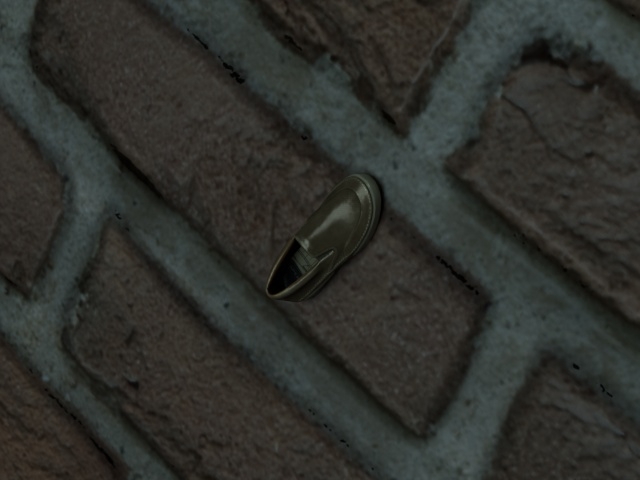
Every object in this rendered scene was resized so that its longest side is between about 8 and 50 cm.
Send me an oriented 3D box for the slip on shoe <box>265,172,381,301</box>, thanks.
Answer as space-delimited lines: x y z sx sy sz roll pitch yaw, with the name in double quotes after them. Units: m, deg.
0.000 0.000 1.437 0.135 0.041 0.051 -49 65 33 "slip on shoe"
